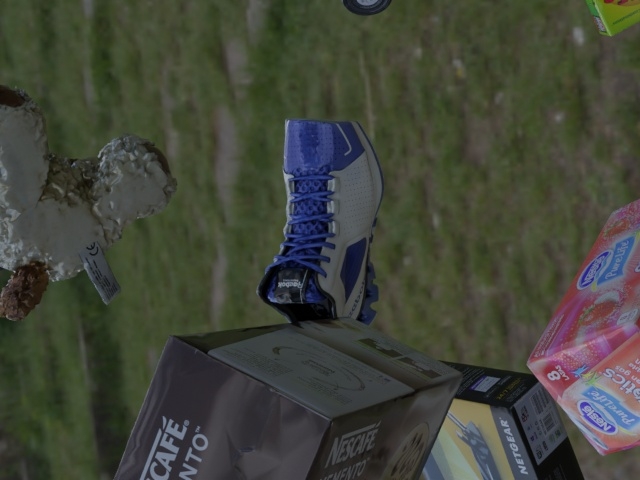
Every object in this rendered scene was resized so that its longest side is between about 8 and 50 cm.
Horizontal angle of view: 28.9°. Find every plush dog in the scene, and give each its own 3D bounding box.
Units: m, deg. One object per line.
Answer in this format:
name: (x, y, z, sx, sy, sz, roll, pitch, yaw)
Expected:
plush dog: (-0.312, -0.045, 1.258, 0.225, 0.262, 0.211, 23, 92, 49)

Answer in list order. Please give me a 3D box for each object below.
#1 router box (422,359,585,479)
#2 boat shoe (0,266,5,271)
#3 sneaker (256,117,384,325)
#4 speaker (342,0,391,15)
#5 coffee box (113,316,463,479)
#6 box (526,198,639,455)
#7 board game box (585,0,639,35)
router box: (0.245, 0.318, 1.710, 0.243, 0.081, 0.309, 2, 121, 52)
boat shoe: (-0.486, -0.034, 1.930, 0.103, 0.320, 0.118, 52, 152, 26)
sneaker: (0.000, 0.001, 1.638, 0.182, 0.127, 0.316, -35, -57, -63)
speaker: (0.046, -0.306, 1.320, 0.055, 0.055, 0.136, 101, 169, -54)
coffee box: (-0.019, 0.154, 0.868, 0.168, 0.118, 0.297, -67, -20, 7)
box: (0.369, 0.073, 1.358, 0.142, 0.300, 0.154, 50, 137, -10)
board game box: (0.299, -0.314, 1.288, 0.181, 0.092, 0.043, 61, -177, -13)
